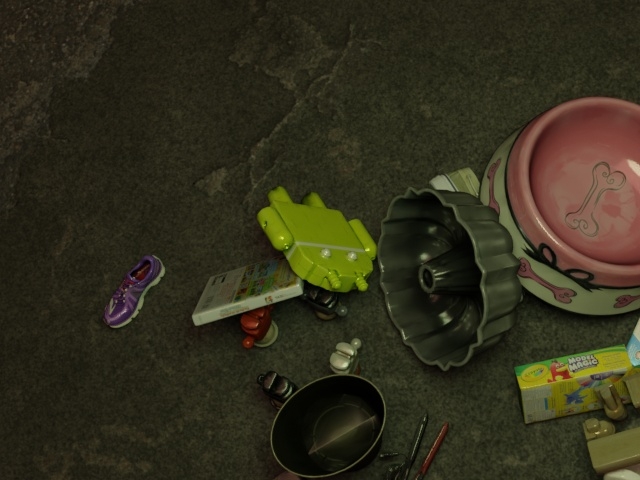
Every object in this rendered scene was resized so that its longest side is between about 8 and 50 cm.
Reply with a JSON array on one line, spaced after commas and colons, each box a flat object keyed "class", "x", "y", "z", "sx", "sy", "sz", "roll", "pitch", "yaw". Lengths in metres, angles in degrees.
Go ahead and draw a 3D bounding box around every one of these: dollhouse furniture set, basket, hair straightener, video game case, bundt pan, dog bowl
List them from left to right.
[{"class": "video game case", "x": -0.128, "y": 0.086, "z": 1.676, "sx": 0.207, "sy": 0.227, "sz": 0.026, "roll": -17, "pitch": 104, "yaw": 6}, {"class": "basket", "x": 0.034, "y": 0.336, "z": 1.549, "sx": 0.204, "sy": 0.227, "sz": 0.154, "roll": -32, "pitch": 70, "yaw": 1}, {"class": "hair straightener", "x": 0.147, "y": 0.418, "z": 1.604, "sx": 0.089, "sy": 0.047, "sz": 0.230, "roll": 25, "pitch": 83, "yaw": 18}, {"class": "bundt pan", "x": 0.239, "y": 0.059, "z": 1.572, "sx": 0.124, "sy": 0.331, "sz": 0.330, "roll": -9, "pitch": 67, "yaw": -27}, {"class": "dog bowl", "x": 0.499, "y": -0.077, "z": 1.575, "sx": 0.408, "sy": 0.150, "sz": 0.407, "roll": 2, "pitch": 69, "yaw": -5}, {"class": "dollhouse furniture set", "x": 0.526, "y": 0.328, "z": 1.474, "sx": 0.144, "sy": 0.123, "sz": 0.151, "roll": -22, "pitch": 38, "yaw": 18}]

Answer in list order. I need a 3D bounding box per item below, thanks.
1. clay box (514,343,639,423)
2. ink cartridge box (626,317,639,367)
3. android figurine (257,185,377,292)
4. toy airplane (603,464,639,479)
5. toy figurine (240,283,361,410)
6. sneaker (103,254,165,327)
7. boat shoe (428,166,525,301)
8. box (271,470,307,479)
[{"class": "clay box", "x": 0.458, "y": 0.250, "z": 1.542, "sx": 0.222, "sy": 0.127, "sz": 0.053, "roll": -13, "pitch": 48, "yaw": 6}, {"class": "ink cartridge box", "x": 0.635, "y": 0.210, "z": 1.554, "sx": 0.180, "sy": 0.060, "sz": 0.104, "roll": 24, "pitch": 79, "yaw": 21}, {"class": "android figurine", "x": 0.000, "y": 0.000, "z": 1.667, "sx": 0.056, "sy": 0.248, "sz": 0.272, "roll": -58, "pitch": 41, "yaw": 28}, {"class": "toy airplane", "x": 0.636, "y": 0.424, "z": 1.372, "sx": 0.385, "sy": 0.272, "sz": 0.386, "roll": -16, "pitch": 46, "yaw": -11}, {"class": "toy figurine", "x": -0.033, "y": 0.199, "z": 1.657, "sx": 0.210, "sy": 0.148, "sz": 0.213, "roll": -22, "pitch": 67, "yaw": -3}, {"class": "sneaker", "x": -0.390, "y": 0.098, "z": 1.792, "sx": 0.068, "sy": 0.071, "sz": 0.169, "roll": 30, "pitch": 81, "yaw": 18}, {"class": "boat shoe", "x": 0.314, "y": -0.017, "z": 1.673, "sx": 0.094, "sy": 0.109, "sz": 0.302, "roll": -28, "pitch": 67, "yaw": -3}, {"class": "box", "x": -0.063, "y": 0.463, "z": 1.620, "sx": 0.083, "sy": 0.052, "sz": 0.062, "roll": -35, "pitch": 71, "yaw": -2}]
